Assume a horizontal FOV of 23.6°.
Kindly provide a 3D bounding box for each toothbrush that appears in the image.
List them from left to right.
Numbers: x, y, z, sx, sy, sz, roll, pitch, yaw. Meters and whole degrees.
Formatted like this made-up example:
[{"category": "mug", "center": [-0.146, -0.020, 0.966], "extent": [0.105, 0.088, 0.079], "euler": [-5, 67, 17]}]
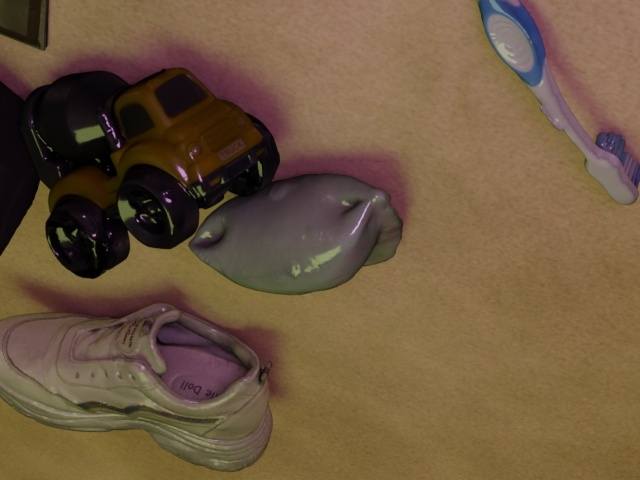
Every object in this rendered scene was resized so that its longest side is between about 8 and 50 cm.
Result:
[{"category": "toothbrush", "center": [0.129, -0.149, 1.072], "extent": [0.040, 0.040, 0.386], "euler": [-8, 139, 42]}]

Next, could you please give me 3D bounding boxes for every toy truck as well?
[{"category": "toy truck", "center": [-0.157, -0.079, 1.296], "extent": [0.224, 0.147, 0.165], "euler": [-16, 105, 49]}]

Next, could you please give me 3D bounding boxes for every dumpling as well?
[{"category": "dumpling", "center": [-0.006, -0.010, 1.353], "extent": [0.217, 0.149, 0.104], "euler": [-17, 95, 39]}]

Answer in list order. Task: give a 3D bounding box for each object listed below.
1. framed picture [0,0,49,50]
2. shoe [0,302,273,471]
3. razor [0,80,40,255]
[{"category": "framed picture", "center": [-0.327, -0.244, 1.246], "extent": [0.231, 0.010, 0.173], "euler": [22, 151, -1]}, {"category": "shoe", "center": [-0.206, 0.129, 1.676], "extent": [0.342, 0.132, 0.210], "euler": [17, 147, 0]}, {"category": "razor", "center": [-0.396, -0.110, 1.304], "extent": [0.113, 0.204, 0.349], "euler": [5, 154, 45]}]
